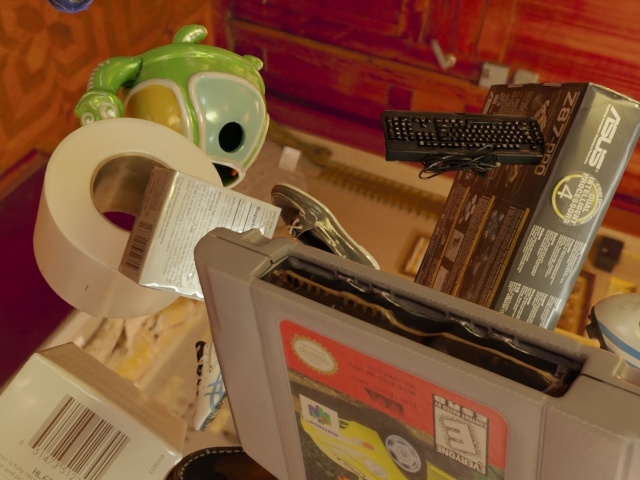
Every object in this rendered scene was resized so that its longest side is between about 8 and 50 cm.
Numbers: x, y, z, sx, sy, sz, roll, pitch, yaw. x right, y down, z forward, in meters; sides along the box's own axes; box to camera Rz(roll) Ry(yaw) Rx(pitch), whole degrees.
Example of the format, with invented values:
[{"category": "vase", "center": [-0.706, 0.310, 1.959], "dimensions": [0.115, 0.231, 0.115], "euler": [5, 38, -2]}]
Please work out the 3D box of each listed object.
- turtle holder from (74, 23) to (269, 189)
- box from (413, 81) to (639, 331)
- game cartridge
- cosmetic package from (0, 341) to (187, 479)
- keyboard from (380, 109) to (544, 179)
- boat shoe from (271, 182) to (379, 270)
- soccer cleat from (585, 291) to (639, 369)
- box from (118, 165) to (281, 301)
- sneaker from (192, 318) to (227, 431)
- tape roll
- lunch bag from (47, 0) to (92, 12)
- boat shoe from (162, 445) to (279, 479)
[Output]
[{"category": "turtle holder", "center": [-0.227, -0.217, 1.284], "dimensions": [0.320, 0.244, 0.227], "euler": [37, 40, -61]}, {"category": "box", "center": [0.247, -0.016, 1.020], "dimensions": [0.318, 0.097, 0.394], "euler": [-122, -128, -79]}, {"category": "game cartridge", "center": [0.054, 0.114, 0.440], "dimensions": [0.060, 0.294, 0.196], "euler": [-43, 137, -36]}, {"category": "cosmetic package", "center": [-0.487, 0.427, 1.472], "dimensions": [0.327, 0.329, 0.394], "euler": [-54, -176, -9]}, {"category": "keyboard", "center": [0.168, -0.117, 0.861], "dimensions": [0.038, 0.192, 0.100], "euler": [100, -13, -57]}, {"category": "boat shoe", "center": [0.000, 0.000, 1.793], "dimensions": [0.095, 0.335, 0.112], "euler": [-53, -169, -30]}, {"category": "soccer cleat", "center": [0.581, 0.237, 1.288], "dimensions": [0.331, 0.143, 0.116], "euler": [60, 31, -9]}, {"category": "box", "center": [-0.132, -0.001, 0.829], "dimensions": [0.137, 0.072, 0.126], "euler": [20, 87, -34]}, {"category": "sneaker", "center": [-0.201, 0.239, 1.387], "dimensions": [0.085, 0.086, 0.237], "euler": [120, -14, -50]}, {"category": "tape roll", "center": [-0.276, -0.029, 1.079], "dimensions": [0.246, 0.246, 0.169], "euler": [-59, -174, -36]}, {"category": "lunch bag", "center": [-0.316, -0.564, 1.078], "dimensions": [0.385, 0.239, 0.327], "euler": [112, -9, -46]}, {"category": "boat shoe", "center": [0.022, 0.284, 0.871], "dimensions": [0.187, 0.501, 0.155], "euler": [-38, 121, -54]}]
